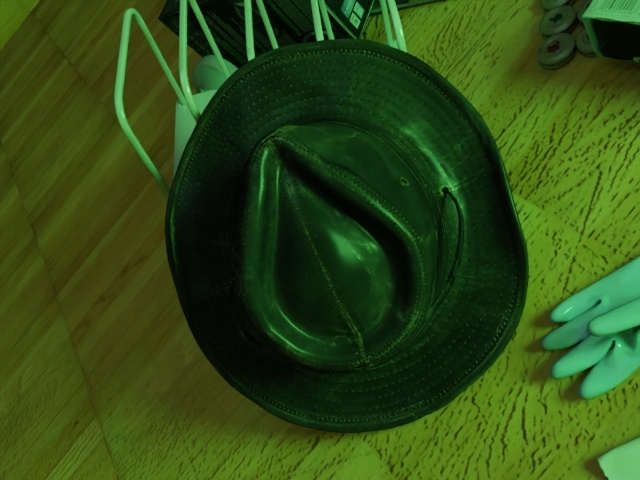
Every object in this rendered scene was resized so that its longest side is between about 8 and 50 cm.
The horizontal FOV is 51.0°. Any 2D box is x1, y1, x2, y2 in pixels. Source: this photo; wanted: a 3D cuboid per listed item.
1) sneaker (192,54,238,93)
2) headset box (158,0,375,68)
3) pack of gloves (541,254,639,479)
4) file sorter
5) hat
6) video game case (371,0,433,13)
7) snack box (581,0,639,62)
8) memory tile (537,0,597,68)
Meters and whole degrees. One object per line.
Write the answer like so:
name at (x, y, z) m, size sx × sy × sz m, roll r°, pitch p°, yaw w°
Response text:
sneaker at (-0.141, -0.150, 0.887) m, size 0.151 × 0.094 × 0.256 m, roll -47°, pitch 44°, yaw -4°
headset box at (-0.057, -0.372, 0.890) m, size 0.283 × 0.131 × 0.246 m, roll 1°, pitch 65°, yaw 43°
pack of gloves at (0.259, 0.063, 0.419) m, size 0.232 × 0.046 × 0.195 m, roll -37°, pitch 43°, yaw 17°
file sorter at (-0.049, -0.163, 0.687) m, size 0.277 × 0.173 × 0.193 m, roll -14°, pitch 52°, yaw 8°
hat at (0.000, 0.000, 0.512) m, size 0.331 × 0.134 × 0.332 m, roll 1°, pitch 92°, yaw 13°
video game case at (0.112, -0.444, 0.910) m, size 0.299 × 0.036 × 0.329 m, roll 6°, pitch 67°, yaw 44°
snack box at (0.378, -0.196, 0.470) m, size 0.322 × 0.060 × 0.187 m, roll 30°, pitch 85°, yaw 46°
memory tile at (0.265, -0.236, 0.645) m, size 0.113 × 0.012 × 0.148 m, roll -11°, pitch 56°, yaw 37°
